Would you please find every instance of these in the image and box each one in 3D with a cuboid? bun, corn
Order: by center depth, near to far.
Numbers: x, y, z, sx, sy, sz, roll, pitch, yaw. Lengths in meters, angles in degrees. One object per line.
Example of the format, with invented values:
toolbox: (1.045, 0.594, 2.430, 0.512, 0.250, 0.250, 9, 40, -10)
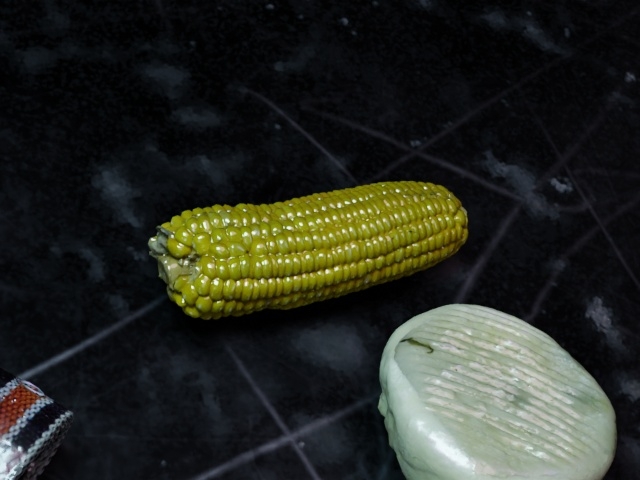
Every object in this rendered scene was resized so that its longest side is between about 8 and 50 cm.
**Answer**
bun: (0.143, 0.160, 1.472, 0.210, 0.116, 0.237, 16, 38, -6)
corn: (0.001, 0.004, 1.538, 0.313, 0.102, 0.102, -11, 61, -25)

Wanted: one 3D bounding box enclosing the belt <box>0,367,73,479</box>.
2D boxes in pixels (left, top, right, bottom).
belt: (-0.310, 0.228, 1.267, 0.094, 0.126, 0.359, 27, 46, 12)
